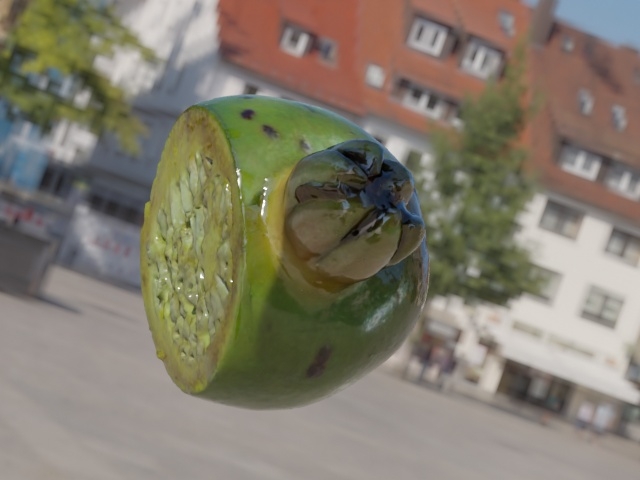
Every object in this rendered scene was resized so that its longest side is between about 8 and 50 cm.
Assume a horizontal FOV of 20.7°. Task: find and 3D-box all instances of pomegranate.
[{"bbox_3d":[-0.005,-0.008,1.070,0.159,0.241,0.190,1,48,-23],"label":"pomegranate"}]
